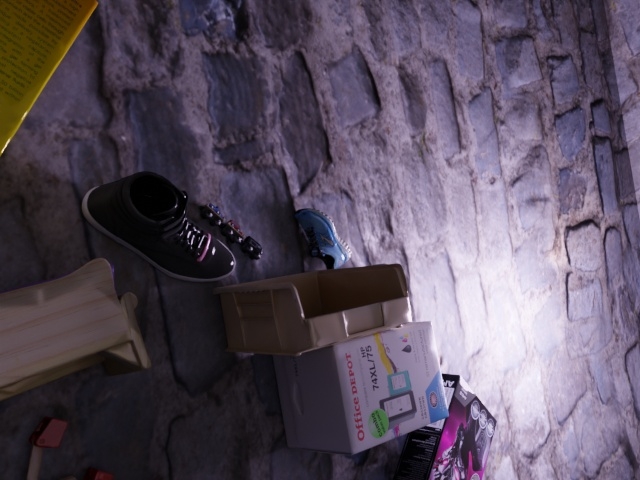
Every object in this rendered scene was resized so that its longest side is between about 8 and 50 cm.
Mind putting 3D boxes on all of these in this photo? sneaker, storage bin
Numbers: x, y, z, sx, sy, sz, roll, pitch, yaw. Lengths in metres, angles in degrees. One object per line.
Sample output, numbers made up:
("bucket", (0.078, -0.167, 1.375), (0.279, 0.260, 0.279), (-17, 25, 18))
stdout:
("sneaker", (-0.242, -0.014, 1.047), (0.295, 0.147, 0.105), (32, 59, -32))
("sneaker", (0.000, 0.000, 1.303), (0.162, 0.063, 0.073), (51, 57, -19))
("storage bin", (-0.012, 0.123, 1.137), (0.262, 0.260, 0.123), (-7, 88, -41))

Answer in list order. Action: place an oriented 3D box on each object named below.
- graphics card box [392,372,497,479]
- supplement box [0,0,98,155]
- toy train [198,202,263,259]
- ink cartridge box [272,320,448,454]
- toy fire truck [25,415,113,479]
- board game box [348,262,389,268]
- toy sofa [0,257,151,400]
("graphics card box", (0.270, 0.511, 1.370), (0.233, 0.094, 0.371), (50, 51, -34))
("supplement box", (-0.500, -0.230, 0.848), (0.195, 0.194, 0.357), (34, 60, -30))
("toy train", (-0.170, -0.020, 1.187), (0.158, 0.027, 0.036), (42, 53, -25))
("ink cartridge box", (0.078, 0.281, 1.214), (0.270, 0.197, 0.198), (-6, 84, -40))
("toy fire truck", (-0.384, 0.371, 0.906), (0.135, 0.047, 0.192), (32, 62, -30))
("board game box", (0.094, 0.110, 1.360), (0.154, 0.026, 0.104), (-6, 101, -41))
("toy sofa", (-0.437, 0.158, 0.842), (0.362, 0.150, 0.177), (-19, 87, -41))
